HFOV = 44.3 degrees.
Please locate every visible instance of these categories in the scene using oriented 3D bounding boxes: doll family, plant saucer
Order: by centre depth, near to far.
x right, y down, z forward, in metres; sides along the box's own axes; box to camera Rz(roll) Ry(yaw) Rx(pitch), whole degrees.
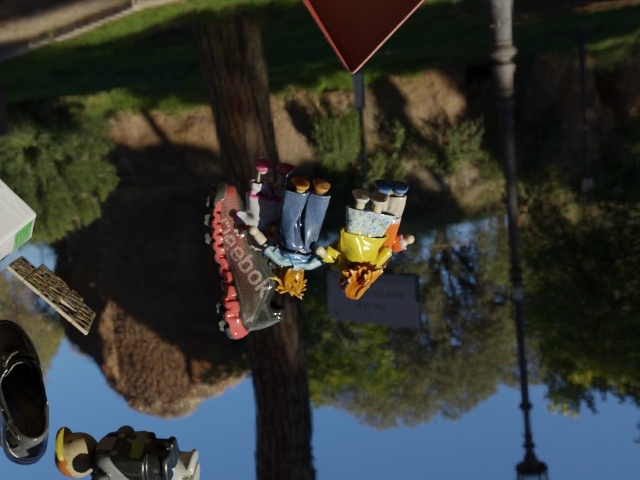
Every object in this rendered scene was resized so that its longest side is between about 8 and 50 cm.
[{"bbox_3d":[0.000,0.000,1.063,0.262,0.163,0.118,10,-153,-3],"label":"doll family"},{"bbox_3d":[0.089,-0.472,1.402,0.258,0.259,0.047,-43,155,30],"label":"plant saucer"}]

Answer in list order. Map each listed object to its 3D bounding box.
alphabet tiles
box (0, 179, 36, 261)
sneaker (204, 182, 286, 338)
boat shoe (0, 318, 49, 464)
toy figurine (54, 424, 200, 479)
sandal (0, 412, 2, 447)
[{"bbox_3d":[-0.546,0.104,1.619,0.009,0.198,0.237,-47,-168,-4],"label":"alphabet tiles"},{"bbox_3d":[-0.514,-0.031,1.228,0.087,0.102,0.101,-46,-177,-31],"label":"box"},{"bbox_3d":[-0.124,0.031,1.370,0.135,0.276,0.097,-9,-173,5],"label":"sneaker"},{"bbox_3d":[-0.421,0.195,1.093,0.080,0.229,0.076,3,139,-32],"label":"boat shoe"},{"bbox_3d":[-0.230,0.318,0.886,0.148,0.210,0.213,1,162,4],"label":"toy figurine"},{"bbox_3d":[-0.695,0.364,1.780,0.088,0.240,0.079,27,-145,22],"label":"sandal"}]
